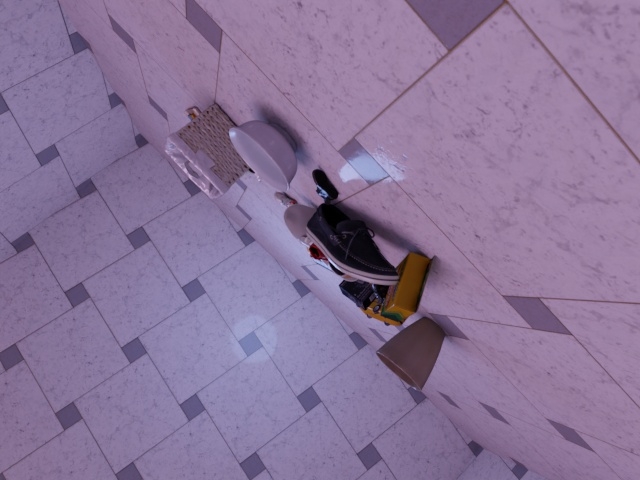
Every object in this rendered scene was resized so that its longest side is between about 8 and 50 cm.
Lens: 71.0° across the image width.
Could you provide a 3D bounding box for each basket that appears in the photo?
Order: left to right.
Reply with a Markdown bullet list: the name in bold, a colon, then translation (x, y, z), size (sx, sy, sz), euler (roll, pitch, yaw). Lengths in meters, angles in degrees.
- **basket**: translation (-0.488, -0.394, 2.018), size (0.328, 0.266, 0.331), euler (47, 166, -16)

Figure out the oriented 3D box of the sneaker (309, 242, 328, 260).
- **sneaker**: translation (0.049, 0.074, 1.769), size (0.221, 0.087, 0.128), euler (24, -158, 20)

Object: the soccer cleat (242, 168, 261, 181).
- **soccer cleat**: translation (-0.346, -0.341, 2.209), size (0.196, 0.068, 0.076), euler (19, 148, 44)

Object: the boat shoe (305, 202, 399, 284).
- **boat shoe**: translation (0.111, 0.005, 1.656), size (0.186, 0.156, 0.500), euler (5, -155, -36)

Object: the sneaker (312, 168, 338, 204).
- **sneaker**: translation (0.006, -0.198, 1.672), size (0.170, 0.051, 0.089), euler (48, 161, -30)

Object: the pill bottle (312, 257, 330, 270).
- **pill bottle**: translation (0.073, 0.088, 2.160), size (0.245, 0.130, 0.130), euler (26, 158, 52)

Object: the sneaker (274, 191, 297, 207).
- **sneaker**: translation (-0.151, -0.185, 2.161), size (0.161, 0.057, 0.075), euler (45, 149, -1)

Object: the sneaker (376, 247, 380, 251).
- **sneaker**: translation (0.190, 0.070, 1.878), size (0.058, 0.084, 0.152), euler (45, 166, -8)

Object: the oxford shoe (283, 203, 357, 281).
- **oxford shoe**: translation (0.010, -0.003, 1.925), size (0.449, 0.169, 0.130), euler (45, -174, 15)

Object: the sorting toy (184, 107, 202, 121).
- **sorting toy**: translation (-0.597, -0.577, 2.252), size (0.193, 0.038, 0.208), euler (51, 164, -27)

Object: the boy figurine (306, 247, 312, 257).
- **boy figurine**: translation (0.000, 0.000, 2.062), size (0.285, 0.177, 0.092), euler (50, -161, 25)

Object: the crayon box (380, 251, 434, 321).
- **crayon box**: translation (0.304, 0.168, 1.601), size (0.081, 0.202, 0.318), euler (20, 163, 3)

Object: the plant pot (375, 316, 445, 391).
- **plant pot**: translation (0.435, 0.492, 2.048), size (0.256, 0.274, 0.256), euler (40, 166, 12)

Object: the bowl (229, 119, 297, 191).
- **bowl**: translation (-0.181, -0.330, 1.630), size (0.298, 0.134, 0.298), euler (41, 166, 12)

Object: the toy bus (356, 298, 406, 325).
- **toy bus**: translation (0.303, 0.329, 2.230), size (0.108, 0.130, 0.332), euler (47, 166, -18)

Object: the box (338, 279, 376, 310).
- **box**: translation (0.199, 0.221, 2.148), size (0.158, 0.156, 0.093), euler (34, 162, 35)

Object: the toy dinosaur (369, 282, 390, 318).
- **toy dinosaur**: translation (0.273, 0.204, 1.945), size (0.321, 0.164, 0.218), euler (27, -161, -46)
